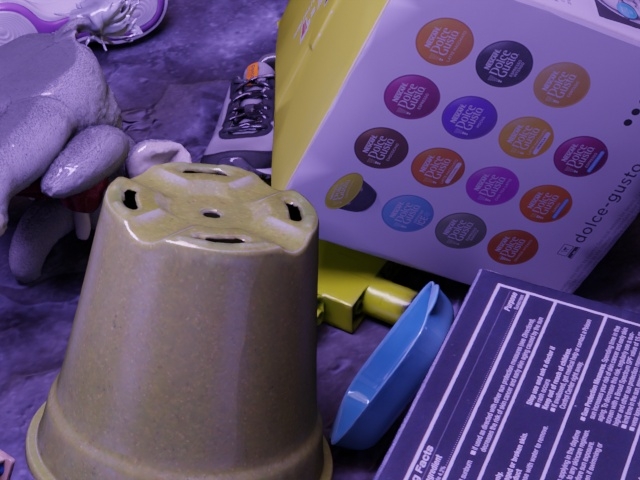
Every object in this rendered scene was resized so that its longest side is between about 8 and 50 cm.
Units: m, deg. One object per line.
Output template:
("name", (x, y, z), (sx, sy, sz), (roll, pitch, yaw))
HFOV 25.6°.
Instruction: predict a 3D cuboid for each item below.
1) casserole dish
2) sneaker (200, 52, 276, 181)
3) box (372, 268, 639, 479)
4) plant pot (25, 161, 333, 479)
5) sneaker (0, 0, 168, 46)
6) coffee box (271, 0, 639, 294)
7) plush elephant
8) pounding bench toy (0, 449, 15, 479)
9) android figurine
("casserole dish", (0.070, 0.121, 1.298), (0.037, 0.188, 0.114), (32, 29, -6))
("sneaker", (-0.077, -0.130, 1.544), (0.100, 0.108, 0.271), (-3, 22, 10))
("box", (0.219, 0.211, 1.176), (0.294, 0.182, 0.296), (17, 45, 17))
("plant pot", (-0.107, 0.079, 1.215), (0.276, 0.254, 0.276), (8, 24, -3))
("sneaker", (-0.354, -0.287, 1.791), (0.305, 0.114, 0.152), (-14, 31, -18))
("coffee box", (0.160, -0.193, 1.420), (0.334, 0.337, 0.338), (17, 42, -16))
("plush elephant", (-0.280, -0.080, 1.472), (0.272, 0.255, 0.330), (24, 56, 36))
("pounding bench toy", (-0.322, 0.228, 1.275), (0.052, 0.083, 0.065), (28, 20, 24))
("android figurine", (0.000, 0.000, 1.499), (0.273, 0.056, 0.248), (24, 49, 22))
